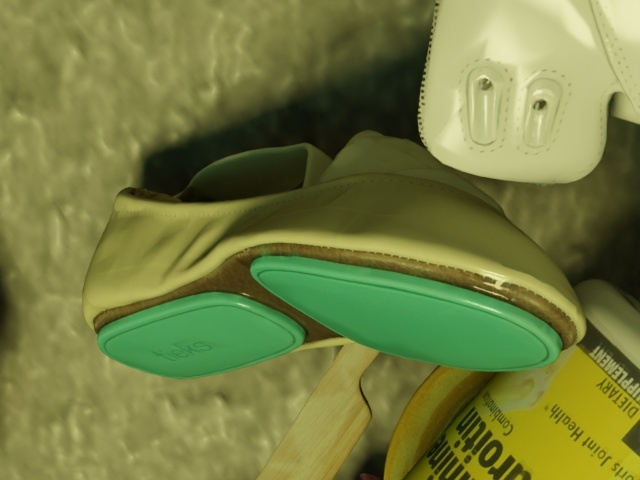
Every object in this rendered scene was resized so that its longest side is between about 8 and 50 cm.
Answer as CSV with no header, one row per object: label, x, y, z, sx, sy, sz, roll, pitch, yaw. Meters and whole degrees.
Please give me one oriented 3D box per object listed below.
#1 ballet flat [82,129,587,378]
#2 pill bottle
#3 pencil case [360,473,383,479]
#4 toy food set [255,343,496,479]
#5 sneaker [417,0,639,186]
ballet flat,0.000,0.000,0.697,0.248,0.086,0.086,-5,116,49
pill bottle,0.070,0.111,0.677,0.103,0.103,0.184,40,98,-3
pencil case,-0.056,0.166,0.834,0.209,0.098,0.095,-17,153,26
toy food set,0.095,0.093,0.762,0.218,0.071,0.128,26,97,4
sneaker,0.161,-0.026,0.637,0.210,0.137,0.366,-11,107,25
